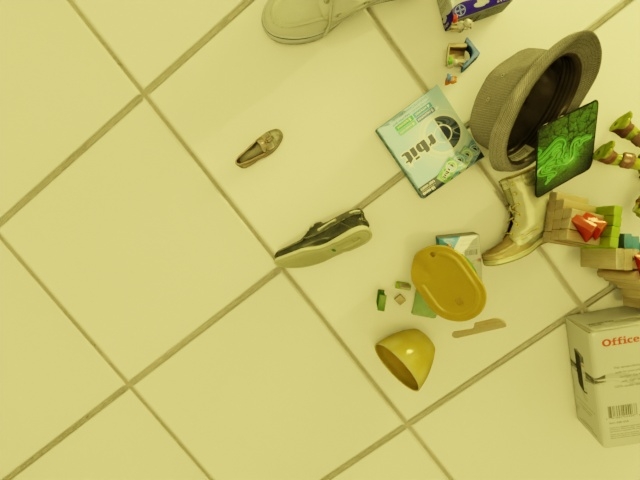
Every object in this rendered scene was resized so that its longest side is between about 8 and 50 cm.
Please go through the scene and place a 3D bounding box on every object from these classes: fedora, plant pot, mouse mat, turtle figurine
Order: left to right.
[{"bbox_3d":[0.204,0.257,0.946,0.095,0.134,0.134,-38,96,-19],"label":"plant pot"},{"bbox_3d":[0.397,-0.275,0.818,0.124,0.243,0.276,45,117,39],"label":"fedora"},{"bbox_3d":[0.503,-0.187,0.849,0.189,0.007,0.153,-26,121,-19],"label":"mouse mat"},{"bbox_3d":[0.705,-0.176,0.864,0.217,0.087,0.270,31,108,3],"label":"turtle figurine"}]

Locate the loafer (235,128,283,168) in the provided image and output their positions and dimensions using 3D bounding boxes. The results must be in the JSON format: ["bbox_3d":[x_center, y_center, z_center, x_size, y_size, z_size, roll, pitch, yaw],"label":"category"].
[{"bbox_3d":[-0.136,-0.203,0.924,0.125,0.039,0.045,-36,95,8],"label":"loafer"}]

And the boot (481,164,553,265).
[{"bbox_3d":[0.419,-0.054,0.902,0.213,0.077,0.165,-29,97,0],"label":"boot"}]

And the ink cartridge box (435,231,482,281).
[{"bbox_3d":[0.310,0.047,0.936,0.088,0.052,0.123,-6,97,5],"label":"ink cartridge box"}]

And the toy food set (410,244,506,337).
[{"bbox_3d":[0.287,0.097,0.890,0.128,0.071,0.218,-33,92,34],"label":"toy food set"}]

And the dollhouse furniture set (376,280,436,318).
[{"bbox_3d":[0.206,0.140,0.952,0.151,0.058,0.076,8,100,2],"label":"dollhouse furniture set"}]

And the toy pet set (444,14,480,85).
[{"bbox_3d":[0.290,-0.373,0.840,0.065,0.114,0.122,6,100,11],"label":"toy pet set"}]

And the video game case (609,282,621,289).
[{"bbox_3d":[0.728,0.079,0.941,0.121,0.011,0.087,15,99,1],"label":"video game case"}]

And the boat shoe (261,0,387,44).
[{"bbox_3d":[0.041,-0.493,0.800,0.366,0.156,0.136,-13,99,13],"label":"boat shoe"}]

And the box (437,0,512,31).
[{"bbox_3d":[0.302,-0.520,0.838,0.126,0.072,0.137,-18,97,5],"label":"box"}]

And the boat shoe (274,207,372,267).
[{"bbox_3d":[0.000,0.000,0.943,0.232,0.084,0.079,-23,59,13],"label":"boat shoe"}]

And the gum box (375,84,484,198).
[{"bbox_3d":[0.235,-0.211,0.904,0.156,0.041,0.185,-35,97,7],"label":"gum box"}]

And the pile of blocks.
[{"bbox_3d":[0.626,0.018,0.850,0.362,0.112,0.149,35,82,-13],"label":"pile of blocks"}]

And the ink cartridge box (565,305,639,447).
[{"bbox_3d":[0.682,0.292,0.924,0.196,0.114,0.273,-11,99,5],"label":"ink cartridge box"}]
